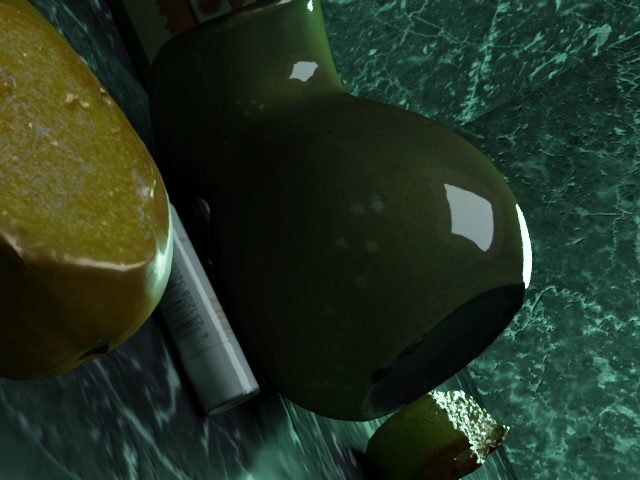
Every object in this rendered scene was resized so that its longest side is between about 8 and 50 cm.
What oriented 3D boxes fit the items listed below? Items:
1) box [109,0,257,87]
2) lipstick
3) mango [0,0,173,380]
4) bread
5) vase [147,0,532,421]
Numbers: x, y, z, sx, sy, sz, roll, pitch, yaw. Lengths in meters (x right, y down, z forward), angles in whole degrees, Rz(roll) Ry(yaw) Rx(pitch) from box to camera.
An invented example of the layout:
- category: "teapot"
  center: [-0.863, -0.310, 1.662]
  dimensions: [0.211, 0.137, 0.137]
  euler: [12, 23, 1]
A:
- category: "box"
  center: [-0.101, -0.216, 1.271]
  dimensions: [0.177, 0.148, 0.195]
  euler: [64, 6, 21]
- category: "lipstick"
  center: [-0.086, 0.042, 0.844]
  dimensions: [0.141, 0.040, 0.040]
  euler: [63, 7, 11]
- category: "mango"
  center: [-0.136, -0.033, 0.538]
  dimensions: [0.141, 0.102, 0.217]
  euler: [21, 33, -43]
- category: "bread"
  center: [0.108, 0.208, 1.302]
  dimensions: [0.086, 0.125, 0.156]
  euler: [57, 20, 16]
- category: "vase"
  center: [0.000, 0.000, 1.068]
  dimensions: [0.302, 0.241, 0.329]
  euler: [51, -26, 21]
